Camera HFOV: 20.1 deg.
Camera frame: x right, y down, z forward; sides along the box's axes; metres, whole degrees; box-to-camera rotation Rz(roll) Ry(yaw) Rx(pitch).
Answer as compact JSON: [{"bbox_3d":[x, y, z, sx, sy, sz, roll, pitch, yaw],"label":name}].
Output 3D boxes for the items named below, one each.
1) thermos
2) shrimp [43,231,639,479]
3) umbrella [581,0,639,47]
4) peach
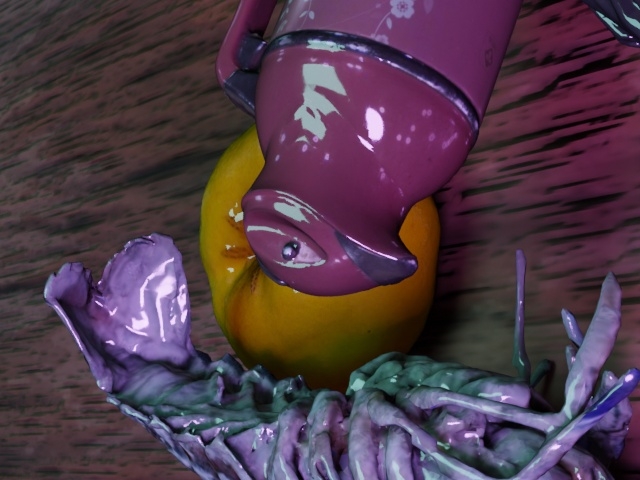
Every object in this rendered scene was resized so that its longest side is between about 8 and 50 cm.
[{"bbox_3d":[0.031,-0.129,0.868,0.109,0.136,0.330,97,-168,-70],"label":"thermos"},{"bbox_3d":[0.032,0.093,0.864,0.410,0.221,0.166,6,112,43],"label":"shrimp"},{"bbox_3d":[0.192,-0.073,0.748,0.118,0.118,0.340,-60,44,35],"label":"umbrella"},{"bbox_3d":[0.000,0.000,1.040,0.179,0.103,0.179,-9,80,57],"label":"peach"}]
